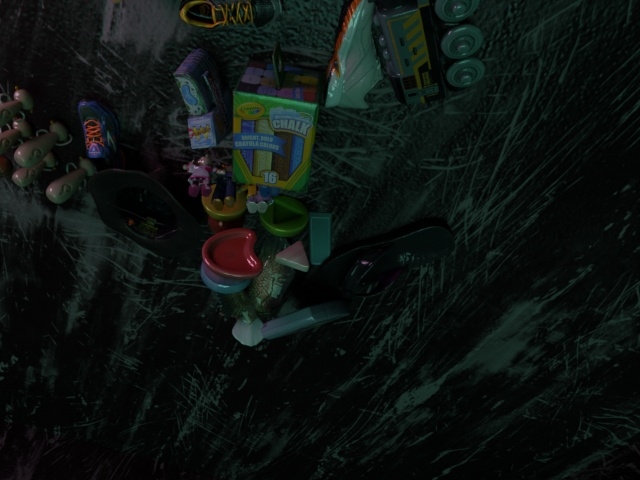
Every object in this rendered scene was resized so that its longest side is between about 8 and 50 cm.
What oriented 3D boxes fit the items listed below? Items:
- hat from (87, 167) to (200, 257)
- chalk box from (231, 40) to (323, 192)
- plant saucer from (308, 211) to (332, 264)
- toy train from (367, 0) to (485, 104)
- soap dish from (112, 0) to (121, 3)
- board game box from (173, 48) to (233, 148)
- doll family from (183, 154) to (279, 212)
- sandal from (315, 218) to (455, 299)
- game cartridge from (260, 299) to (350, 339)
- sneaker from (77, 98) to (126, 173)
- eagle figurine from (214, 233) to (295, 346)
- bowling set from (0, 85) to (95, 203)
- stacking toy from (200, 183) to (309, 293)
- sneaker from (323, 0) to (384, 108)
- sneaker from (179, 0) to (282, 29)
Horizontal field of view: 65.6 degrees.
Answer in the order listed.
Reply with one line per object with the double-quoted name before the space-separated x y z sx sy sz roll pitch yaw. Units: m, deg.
"hat" -0.435 -0.102 1.311 0.332 0.133 0.331 14 144 10
"chalk box" -0.091 -0.281 1.100 0.179 0.180 0.288 9 132 -3
"plant saucer" 0.000 0.000 1.436 0.067 0.018 0.192 2 129 3
"toy train" 0.207 -0.400 0.956 0.190 0.142 0.334 -11 153 16
"soap dish" -0.319 -0.602 0.888 0.291 0.118 0.228 -17 126 19
"board game box" -0.248 -0.296 1.091 0.060 0.194 0.194 -6 130 10
"doll family" -0.206 -0.140 1.242 0.263 0.163 0.118 1 131 -3
"sandal" 0.167 0.075 1.422 0.446 0.107 0.167 -27 126 24
"game cartridge" -0.027 0.232 1.492 0.196 0.060 0.294 -27 167 20
"sneaker" -0.544 -0.243 1.232 0.083 0.087 0.221 -1 130 5
"eagle figurine" -0.217 0.135 1.463 0.225 0.226 0.298 28 135 8
"bowling set" -0.734 -0.236 1.243 0.200 0.154 0.286 3 134 27
"stacking toy" -0.176 0.008 1.298 0.280 0.308 0.130 4 139 -12
"sneaker" 0.087 -0.396 1.054 0.121 0.099 0.262 7 138 -11
"sneaker" -0.186 -0.467 1.015 0.215 0.083 0.084 -2 128 5
